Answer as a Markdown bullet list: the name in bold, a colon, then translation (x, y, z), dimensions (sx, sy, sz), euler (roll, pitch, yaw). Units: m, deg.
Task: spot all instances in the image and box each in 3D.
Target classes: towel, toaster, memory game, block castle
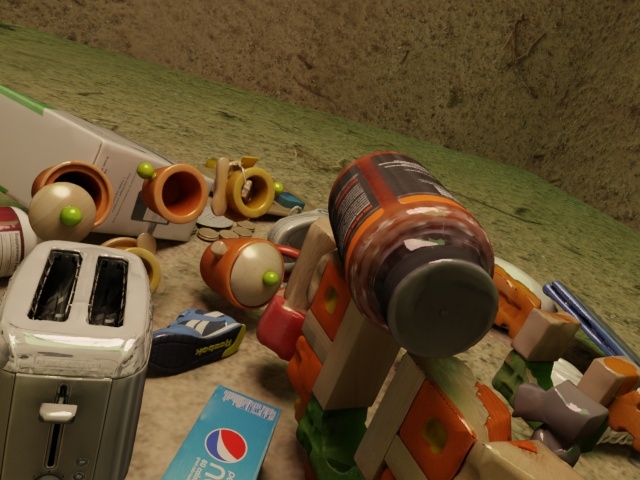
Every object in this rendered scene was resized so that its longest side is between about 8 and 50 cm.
- **towel**: translation (0.487, 0.170, 0.887), dimensions (0.285, 0.034, 0.209), euler (23, 27, -51)
- **toaster**: translation (-0.217, 0.099, 0.457), dimensions (0.129, 0.147, 0.227), euler (12, 23, -21)
- **memory game**: translation (-0.212, -0.042, 0.980), dimensions (0.186, 0.012, 0.186), euler (17, 22, -7)
- **block castle**: translation (0.140, 0.176, 0.499), dimensions (0.302, 0.213, 0.453), euler (8, 25, -31)

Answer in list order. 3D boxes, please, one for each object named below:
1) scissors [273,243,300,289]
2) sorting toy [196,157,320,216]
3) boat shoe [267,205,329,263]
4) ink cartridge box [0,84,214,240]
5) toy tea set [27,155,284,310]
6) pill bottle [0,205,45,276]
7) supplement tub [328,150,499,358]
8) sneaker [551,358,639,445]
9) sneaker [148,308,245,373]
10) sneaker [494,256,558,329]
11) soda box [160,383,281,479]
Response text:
- **scissors**: translation (0.045, 0.036, 0.753), dimensions (0.296, 0.109, 0.021), euler (-5, 45, 19)
- **sorting toy**: translation (-0.165, -0.133, 1.181), dimensions (0.229, 0.041, 0.307), euler (0, 28, -48)
- **boat shoe**: translation (0.001, -0.002, 0.941), dimensions (0.103, 0.118, 0.320), euler (25, 17, 29)
- **ink cartridge box**: translation (-0.323, -0.100, 0.764), dimensions (0.211, 0.122, 0.289), euler (27, 4, 14)
- **toy tea set**: translation (-0.163, -0.005, 0.622), dimensions (0.335, 0.200, 0.124), euler (-4, 11, -44)
- **pill bottle**: translation (-0.396, 0.003, 0.615), dimensions (0.086, 0.086, 0.152), euler (34, 25, 32)
- **supplement tub**: translation (0.065, 0.004, 0.401), dimensions (0.105, 0.106, 0.198), euler (15, 22, -11)
- **sneaker**: translation (0.388, 0.250, 0.719), dimensions (0.232, 0.091, 0.115), euler (17, 27, 19)
- **sneaker**: translation (-0.156, 0.113, 0.608), dimensions (0.059, 0.053, 0.144), euler (33, 17, 31)
- **sneaker**: translation (0.246, 0.089, 0.956), dimensions (0.365, 0.135, 0.150), euler (34, 57, 17)
- **soda box**: translation (-0.094, 0.209, 0.401), dimensions (0.067, 0.071, 0.210), euler (22, 22, 3)
